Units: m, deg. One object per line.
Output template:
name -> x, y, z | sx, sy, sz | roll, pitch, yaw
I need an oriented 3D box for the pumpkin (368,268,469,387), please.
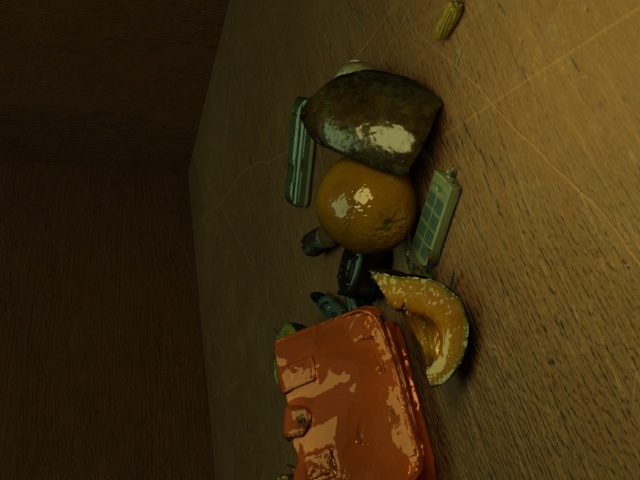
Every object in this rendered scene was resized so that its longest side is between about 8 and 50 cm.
pumpkin -> 0.223, 0.133, 1.401 | 0.149, 0.130, 0.253 | -35, 75, 26

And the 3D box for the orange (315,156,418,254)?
orange -> 0.099, -0.080, 1.560 | 0.236, 0.237, 0.236 | -178, 90, -70

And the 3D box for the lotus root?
lotus root -> 0.102, -0.269, 1.525 | 0.314, 0.210, 0.141 | 27, 130, 27

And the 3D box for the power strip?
power strip -> 0.231, -0.048, 1.464 | 0.080, 0.029, 0.226 | -118, 34, -54

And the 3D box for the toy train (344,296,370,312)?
toy train -> 0.097, 0.172, 1.786 | 0.048, 0.055, 0.251 | 120, 146, -53

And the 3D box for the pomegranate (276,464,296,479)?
pomegranate -> 0.027, 0.566, 1.663 | 0.221, 0.257, 0.220 | 4, -90, -80

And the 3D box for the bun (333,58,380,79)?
bun -> 0.101, -0.337, 1.735 | 0.173, 0.114, 0.166 | 116, 142, -45

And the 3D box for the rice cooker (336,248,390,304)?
rice cooker -> 0.101, 0.067, 1.715 | 0.112, 0.107, 0.165 | 36, 111, 62

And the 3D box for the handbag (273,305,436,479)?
handbag -> 0.061, 0.363, 1.548 | 0.116, 0.304, 0.409 | 42, -149, -52

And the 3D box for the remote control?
remote control -> -0.065, -0.274, 2.263 | 0.128, 0.066, 0.335 | -148, 61, -65

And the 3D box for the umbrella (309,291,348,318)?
umbrella -> 0.032, 0.186, 1.978 | 0.053, 0.052, 0.250 | 61, 168, -19

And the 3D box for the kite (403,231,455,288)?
kite -> 0.215, 0.083, 1.480 | 0.183, 0.010, 0.160 | 47, 145, 46

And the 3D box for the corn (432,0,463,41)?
corn -> 0.250, -0.431, 1.436 | 0.092, 0.037, 0.037 | 123, 144, -54

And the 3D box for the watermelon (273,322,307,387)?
watermelon -> -0.056, 0.337, 2.091 | 0.232, 0.127, 0.204 | 152, 118, -65

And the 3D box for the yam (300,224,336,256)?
yam -> -0.002, 0.001, 2.048 | 0.141, 0.079, 0.079 | 150, 120, -64
